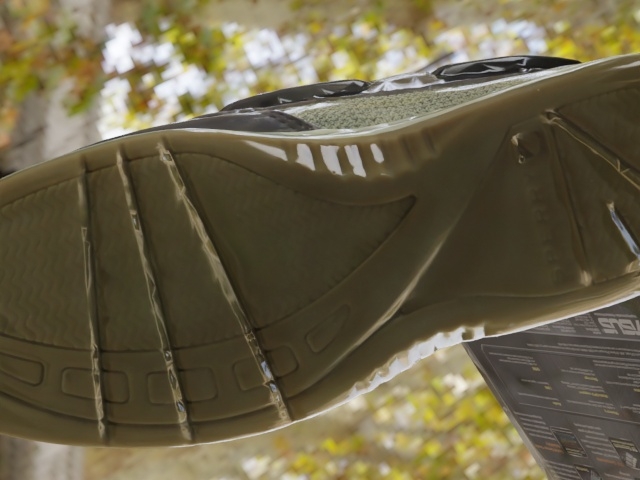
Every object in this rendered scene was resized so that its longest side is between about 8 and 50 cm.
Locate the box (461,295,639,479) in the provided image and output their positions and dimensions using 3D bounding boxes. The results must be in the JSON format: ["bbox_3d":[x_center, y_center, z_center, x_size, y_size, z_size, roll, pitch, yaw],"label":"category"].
[{"bbox_3d":[0.158,0.081,0.927,0.183,0.056,0.231,57,-16,-10],"label":"box"}]

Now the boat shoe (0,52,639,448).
[{"bbox_3d":[0.000,-0.001,0.526,0.073,0.224,0.080,-139,-144,-80],"label":"boat shoe"}]
